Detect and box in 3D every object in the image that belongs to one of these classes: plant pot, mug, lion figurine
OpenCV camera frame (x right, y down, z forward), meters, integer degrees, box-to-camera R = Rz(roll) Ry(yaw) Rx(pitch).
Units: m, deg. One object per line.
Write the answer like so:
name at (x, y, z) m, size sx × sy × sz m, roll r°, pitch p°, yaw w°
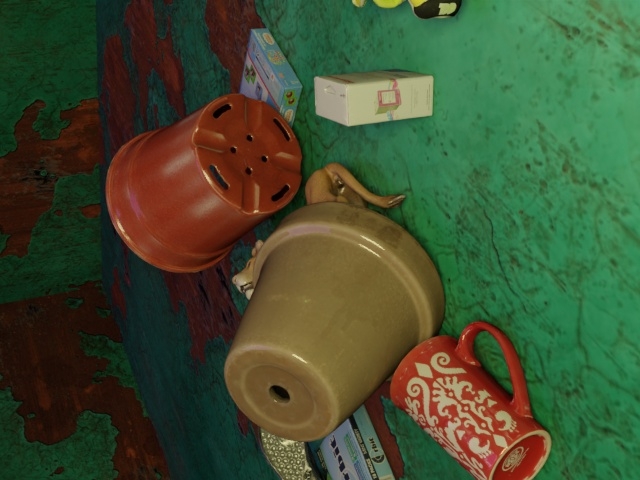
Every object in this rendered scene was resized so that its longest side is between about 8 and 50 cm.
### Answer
plant pot at (0.000, 0.117, 0.968) m, size 0.263 × 0.229 × 0.263 m, roll 14°, pitch 126°, yaw 19°
plant pot at (-0.184, -0.104, 1.319) m, size 0.265 × 0.272 × 0.272 m, roll -22°, pitch 79°, yaw 51°
mug at (0.174, 0.187, 0.893) m, size 0.169 × 0.113 × 0.150 m, roll 44°, pitch 139°, yaw 47°
lion figurine at (0.000, 0.000, 1.200) m, size 0.392 × 0.142 × 0.240 m, roll -58°, pitch 38°, yaw 37°

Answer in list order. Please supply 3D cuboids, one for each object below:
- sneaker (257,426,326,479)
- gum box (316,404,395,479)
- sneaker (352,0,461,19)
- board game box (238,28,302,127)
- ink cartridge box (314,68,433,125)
sneaker at (-0.048, 0.401, 1.413) m, size 0.163 × 0.086 × 0.226 m, roll 89°, pitch 159°, yaw -73°
gum box at (0.058, 0.383, 1.294) m, size 0.157 × 0.041 × 0.184 m, roll 66°, pitch 151°, yaw 30°
sneaker at (0.042, -0.356, 0.927) m, size 0.385 × 0.145 × 0.147 m, roll -138°, pitch 45°, yaw -55°
board game box at (-0.098, -0.242, 1.391) m, size 0.160 × 0.039 × 0.211 m, roll 62°, pitch 149°, yaw 31°
ink cartridge box at (0.065, -0.179, 0.967) m, size 0.088 × 0.122 × 0.052 m, roll 34°, pitch 129°, yaw 58°
